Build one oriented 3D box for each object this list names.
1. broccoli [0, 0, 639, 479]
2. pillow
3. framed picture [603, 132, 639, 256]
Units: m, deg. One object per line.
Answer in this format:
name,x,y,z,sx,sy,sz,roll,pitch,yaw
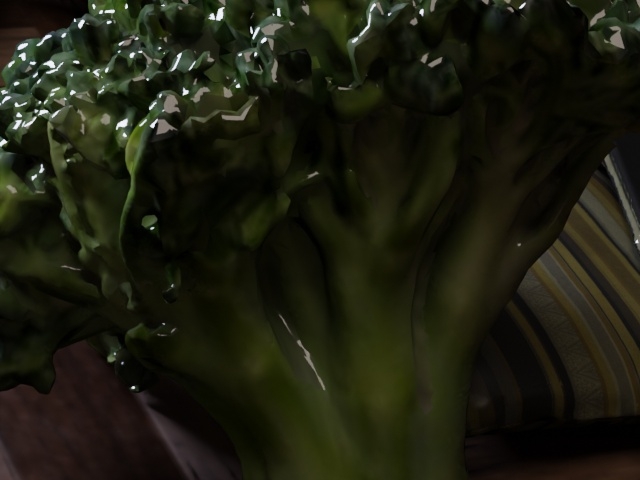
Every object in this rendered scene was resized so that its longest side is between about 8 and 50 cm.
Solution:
broccoli,0.000,0.000,0.771,0.288,0.245,0.248,-3,14,44
pillow,0.094,0.021,0.917,0.212,0.052,0.208,-1,36,-30
framed picture,0.272,0.024,0.964,0.265,0.016,0.347,14,30,-14
